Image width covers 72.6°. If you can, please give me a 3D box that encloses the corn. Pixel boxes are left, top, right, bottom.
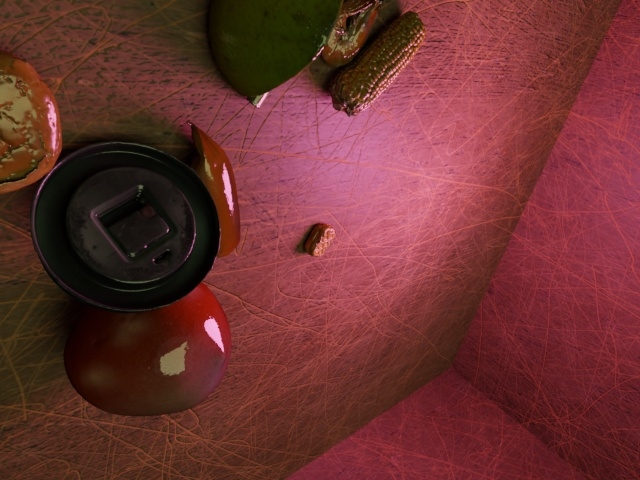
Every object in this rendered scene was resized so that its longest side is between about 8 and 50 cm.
[{"bbox_3d":[0.145,-0.431,1.077,0.318,0.115,0.115,-47,143,-7],"label":"corn"}]

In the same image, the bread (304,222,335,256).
[{"bbox_3d":[0.000,0.000,1.320,0.111,0.044,0.083,-58,144,2],"label":"bread"}]

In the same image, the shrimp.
[{"bbox_3d":[0.074,-0.500,0.995,0.217,0.051,0.115,-54,141,5],"label":"shrimp"}]

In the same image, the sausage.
[{"bbox_3d":[-0.234,-0.106,0.940,0.112,0.112,0.329,-27,136,-30],"label":"sausage"}]

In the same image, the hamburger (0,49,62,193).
[{"bbox_3d":[-0.486,-0.169,0.628,0.213,0.108,0.214,-24,129,-32],"label":"hamburger"}]

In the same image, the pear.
[{"bbox_3d":[-0.080,-0.395,0.758,0.139,0.239,0.288,21,102,-52],"label":"pear"}]

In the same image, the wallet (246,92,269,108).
[{"bbox_3d":[-0.098,-0.344,0.890,0.039,0.110,0.155,31,99,-18],"label":"wallet"}]

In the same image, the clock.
[{"bbox_3d":[-0.334,-0.025,0.777,0.312,0.313,0.061,-17,175,-37],"label":"clock"}]

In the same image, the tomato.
[{"bbox_3d":[-0.338,0.215,0.911,0.321,0.321,0.322,-27,136,-30],"label":"tomato"}]
